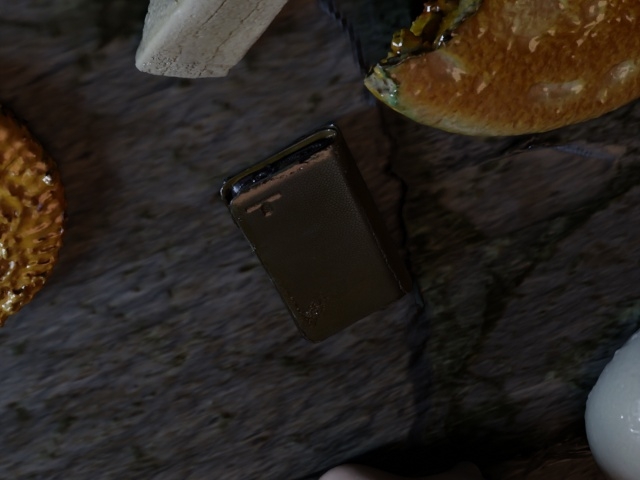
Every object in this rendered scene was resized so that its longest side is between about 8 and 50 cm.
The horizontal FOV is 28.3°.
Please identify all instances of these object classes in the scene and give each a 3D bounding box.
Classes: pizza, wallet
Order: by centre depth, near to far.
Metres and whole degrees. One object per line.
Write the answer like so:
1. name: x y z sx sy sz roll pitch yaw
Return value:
1. pizza: 0.162 -0.181 0.923 0.290 0.081 0.228 -11 135 -22
2. wallet: 0.000 0.000 1.045 0.110 0.031 0.198 -27 135 0

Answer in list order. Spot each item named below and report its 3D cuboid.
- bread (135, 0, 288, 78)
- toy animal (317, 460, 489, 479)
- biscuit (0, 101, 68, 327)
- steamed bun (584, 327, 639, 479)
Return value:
1. bread: -0.071 -0.186 0.849 0.077 0.105 0.152 4 159 -29
2. toy animal: 0.125 0.332 1.252 0.326 0.269 0.237 9 113 16
3. biscuit: -0.300 -0.005 0.892 0.254 0.035 0.254 -14 134 -14
4. steamed bun: 0.423 0.187 1.314 0.283 0.177 0.283 -14 134 -14
